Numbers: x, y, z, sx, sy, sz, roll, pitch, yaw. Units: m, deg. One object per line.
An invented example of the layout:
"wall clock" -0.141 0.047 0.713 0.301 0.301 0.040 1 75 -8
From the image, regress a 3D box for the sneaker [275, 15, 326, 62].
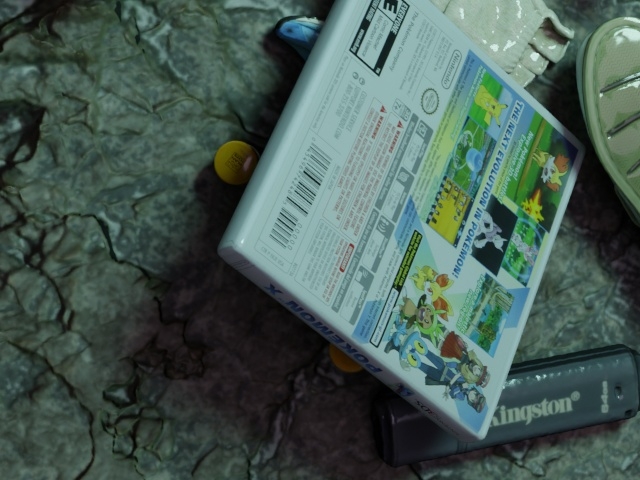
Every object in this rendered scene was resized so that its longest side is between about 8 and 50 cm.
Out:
"sneaker" 0.020 -0.141 1.494 0.162 0.063 0.073 40 85 -16

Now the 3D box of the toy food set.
"toy food set" 0.000 0.000 1.496 0.111 0.104 0.232 -36 86 3

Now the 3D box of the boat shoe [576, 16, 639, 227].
"boat shoe" 0.320 -0.071 1.572 0.113 0.103 0.302 -26 102 -1

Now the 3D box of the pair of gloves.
"pair of gloves" 0.190 -0.276 1.549 0.204 0.042 0.240 43 82 -16

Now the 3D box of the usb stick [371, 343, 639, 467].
"usb stick" 0.180 0.155 1.573 0.278 0.045 0.077 -9 96 -17

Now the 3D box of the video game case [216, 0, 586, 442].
"video game case" 0.085 -0.039 1.447 0.300 0.036 0.329 39 57 -25
